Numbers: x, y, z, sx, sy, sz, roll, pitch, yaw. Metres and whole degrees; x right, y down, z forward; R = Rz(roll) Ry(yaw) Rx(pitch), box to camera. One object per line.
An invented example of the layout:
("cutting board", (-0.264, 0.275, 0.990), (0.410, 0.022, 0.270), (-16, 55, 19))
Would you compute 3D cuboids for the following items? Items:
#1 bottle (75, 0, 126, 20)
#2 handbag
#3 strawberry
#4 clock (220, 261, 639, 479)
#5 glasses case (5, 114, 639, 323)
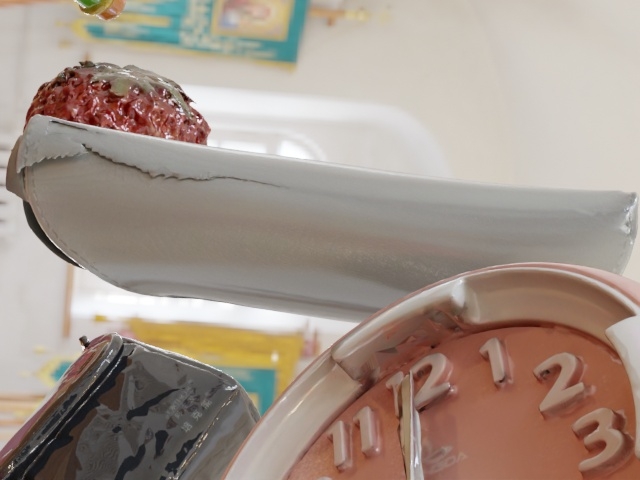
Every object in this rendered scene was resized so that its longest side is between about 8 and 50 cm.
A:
("bottle", (-0.243, -0.253, 1.257), (0.187, 0.069, 0.069), (34, 49, -48))
("handbag", (-0.252, 0.226, 1.511), (0.302, 0.275, 0.178), (-50, 147, -24))
("strawberry", (-0.154, -0.087, 1.071), (0.145, 0.145, 0.086), (-101, -156, -70))
("clock", (0.065, 0.120, 0.491), (0.142, 0.227, 0.241), (45, 26, -34))
("glasses case", (0.000, 0.000, 0.733), (0.128, 0.308, 0.083), (37, 61, -82))
